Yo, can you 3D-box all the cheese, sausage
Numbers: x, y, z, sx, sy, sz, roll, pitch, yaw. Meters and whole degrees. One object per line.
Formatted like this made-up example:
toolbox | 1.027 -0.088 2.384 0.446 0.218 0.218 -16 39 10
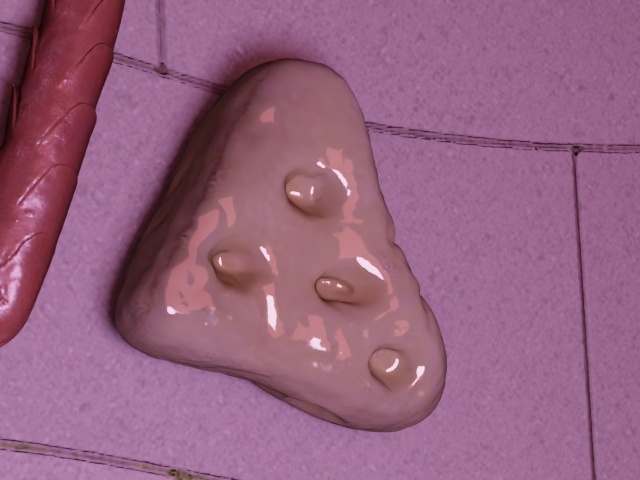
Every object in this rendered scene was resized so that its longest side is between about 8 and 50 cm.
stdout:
cheese | 0.000 0.000 1.587 0.351 0.130 0.328 22 75 -22
sausage | -0.257 -0.104 1.498 0.088 0.088 0.433 19 75 -24
